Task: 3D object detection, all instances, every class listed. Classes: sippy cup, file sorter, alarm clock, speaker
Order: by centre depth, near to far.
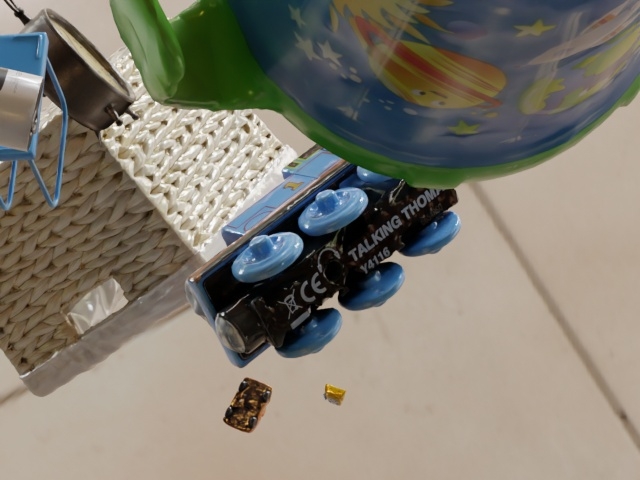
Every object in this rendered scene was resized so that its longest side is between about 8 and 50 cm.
[{"bbox_3d":[0.070,-0.156,0.737,0.240,0.224,0.305,29,81,0],"label":"sippy cup"},{"bbox_3d":[-0.260,-0.101,1.138,0.136,0.055,0.055,13,57,-7],"label":"speaker"},{"bbox_3d":[-0.302,-0.088,1.359,0.170,0.104,0.118,-2,58,5],"label":"file sorter"},{"bbox_3d":[-0.262,-0.182,1.654,0.064,0.129,0.192,-40,93,7],"label":"alarm clock"}]

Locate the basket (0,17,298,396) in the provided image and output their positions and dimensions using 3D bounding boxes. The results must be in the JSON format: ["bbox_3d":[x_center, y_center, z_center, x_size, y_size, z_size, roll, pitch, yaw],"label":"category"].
[{"bbox_3d":[-0.256,-0.044,1.999,0.328,0.266,0.331,-33,14,31],"label":"basket"}]

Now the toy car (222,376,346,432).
[{"bbox_3d":[-0.036,0.177,1.695,0.122,0.040,0.060,5,62,6],"label":"toy car"}]

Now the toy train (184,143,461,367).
[{"bbox_3d":[0.000,0.000,0.962,0.184,0.080,0.105,-39,26,-23],"label":"toy train"}]
